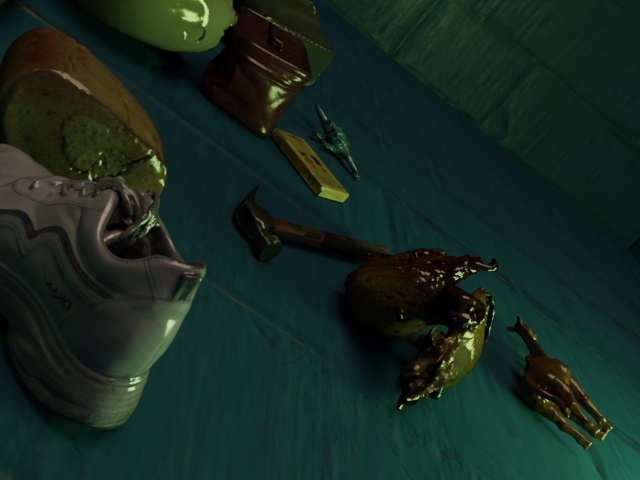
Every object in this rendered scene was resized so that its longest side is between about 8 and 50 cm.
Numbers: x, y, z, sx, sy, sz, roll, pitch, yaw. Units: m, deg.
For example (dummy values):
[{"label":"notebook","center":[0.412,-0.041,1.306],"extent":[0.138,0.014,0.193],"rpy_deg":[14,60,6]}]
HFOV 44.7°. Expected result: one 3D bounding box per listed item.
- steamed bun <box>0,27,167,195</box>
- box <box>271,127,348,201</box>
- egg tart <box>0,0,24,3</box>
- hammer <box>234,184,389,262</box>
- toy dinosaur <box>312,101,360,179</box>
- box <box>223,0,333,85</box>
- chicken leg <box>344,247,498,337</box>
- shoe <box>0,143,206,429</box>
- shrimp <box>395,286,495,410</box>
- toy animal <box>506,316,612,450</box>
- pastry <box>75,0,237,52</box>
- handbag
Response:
[{"label":"steamed bun","center":[-0.224,-0.106,0.719],"extent":[0.175,0.106,0.145],"rpy_deg":[43,9,-38]},{"label":"box","center":[-0.019,-0.119,1.228],"extent":[0.073,0.020,0.149],"rpy_deg":[12,35,-51]},{"label":"egg tart","center":[-0.401,-0.471,0.815],"extent":[0.443,0.178,0.443],"rpy_deg":[-21,90,-82]},{"label":"hammer","center":[0.000,-0.001,0.999],"extent":[0.287,0.033,0.111],"rpy_deg":[17,32,-49]},{"label":"toy dinosaur","center":[0.023,-0.186,1.409],"extent":[0.080,0.045,0.197],"rpy_deg":[35,24,-56]},{"label":"box","center":[-0.098,-0.426,1.579],"extent":[0.274,0.138,0.178],"rpy_deg":[12,41,-49]},{"label":"chicken leg","center":[0.120,0.059,0.927],"extent":[0.322,0.177,0.083],"rpy_deg":[-34,111,-70]},{"label":"shoe","center":[-0.172,-0.003,0.540],"extent":[0.245,0.137,0.095],"rpy_deg":[52,18,26]},{"label":"shrimp","center":[0.136,0.119,0.904],"extent":[0.066,0.117,0.262],"rpy_deg":[9,9,27]},{"label":"toy animal","center":[0.340,0.199,1.153],"extent":[0.230,0.066,0.224],"rpy_deg":[47,20,29]},{"label":"pastry","center":[-0.248,-0.373,1.139],"extent":[0.264,0.133,0.265],"rpy_deg":[23,22,-10]},{"label":"handbag","center":[-0.099,-0.277,1.244],"extent":[0.146,0.135,0.225],"rpy_deg":[30,24,-16]}]
